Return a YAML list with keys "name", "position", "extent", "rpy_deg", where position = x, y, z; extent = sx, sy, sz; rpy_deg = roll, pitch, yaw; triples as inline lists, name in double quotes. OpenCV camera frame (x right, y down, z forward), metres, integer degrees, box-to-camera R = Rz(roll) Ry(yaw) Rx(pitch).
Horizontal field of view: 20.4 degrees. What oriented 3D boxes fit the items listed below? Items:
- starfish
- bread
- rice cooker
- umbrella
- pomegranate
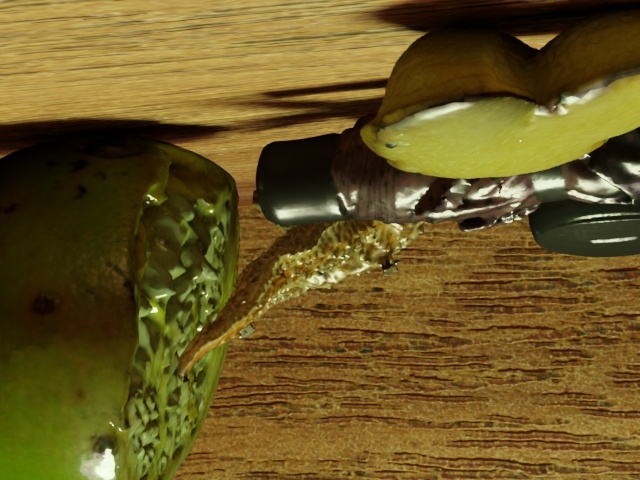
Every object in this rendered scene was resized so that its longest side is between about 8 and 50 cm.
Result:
- name: "starfish"
  position: [0.002, 0.000, 1.256]
  extent: [0.301, 0.084, 0.293]
  rpy_deg: [-44, -170, -10]
- name: "bread"
  position: [0.100, -0.076, 0.808]
  extent: [0.149, 0.065, 0.188]
  rpy_deg: [-18, 168, 36]
- name: "rice cooker"
  position: [0.229, -0.046, 1.389]
  extent: [0.142, 0.118, 0.203]
  rpy_deg: [-5, 179, 10]
- name: "umbrella"
  position: [0.116, -0.055, 1.060]
  extent: [0.326, 0.094, 0.090]
  rpy_deg: [-5, 152, 15]
- name: "pomegranate"
  position: [-0.195, 0.087, 1.306]
  extent: [0.216, 0.358, 0.310]
  rpy_deg: [15, -158, 6]
